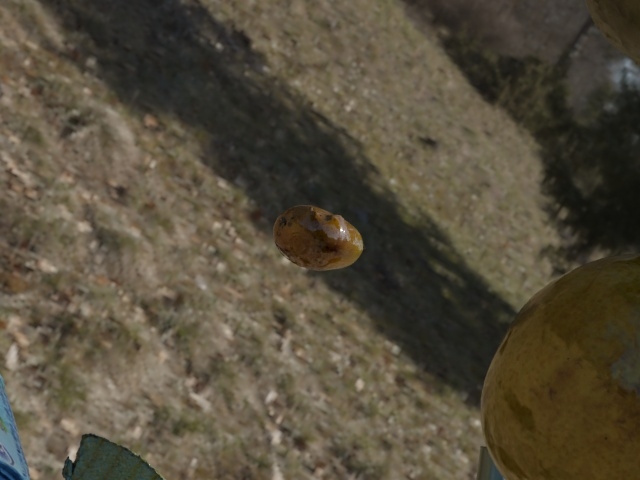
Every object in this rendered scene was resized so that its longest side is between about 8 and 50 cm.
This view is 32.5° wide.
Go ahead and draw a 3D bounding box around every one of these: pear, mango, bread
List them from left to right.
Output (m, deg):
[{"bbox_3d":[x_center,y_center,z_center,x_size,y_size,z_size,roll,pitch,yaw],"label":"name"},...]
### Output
[{"bbox_3d":[-0.292,0.351,1.601,0.156,0.103,0.110,34,-8,5],"label":"bread"},{"bbox_3d":[0.000,0.000,1.113,0.077,0.063,0.127,13,-4,30],"label":"mango"},{"bbox_3d":[0.222,0.104,0.754,0.209,0.208,0.209,30,7,-4],"label":"pear"}]

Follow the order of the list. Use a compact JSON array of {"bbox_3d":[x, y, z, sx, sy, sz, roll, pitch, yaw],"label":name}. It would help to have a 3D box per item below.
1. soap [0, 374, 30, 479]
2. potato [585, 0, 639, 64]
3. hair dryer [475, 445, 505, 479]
[{"bbox_3d":[-0.302,0.171,0.815,0.077,0.156,0.293,54,-8,-27],"label":"soap"},{"bbox_3d":[0.417,-0.245,1.032,0.359,0.219,0.270,12,-14,-41],"label":"potato"},{"bbox_3d":[0.175,0.372,1.518,0.267,0.229,0.092,28,-18,-15],"label":"hair dryer"}]
